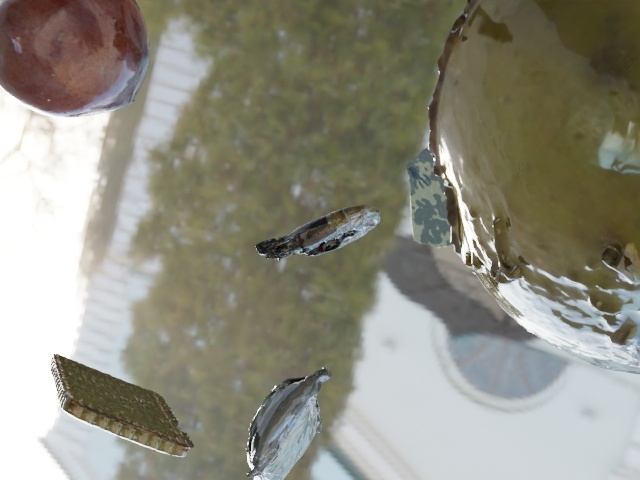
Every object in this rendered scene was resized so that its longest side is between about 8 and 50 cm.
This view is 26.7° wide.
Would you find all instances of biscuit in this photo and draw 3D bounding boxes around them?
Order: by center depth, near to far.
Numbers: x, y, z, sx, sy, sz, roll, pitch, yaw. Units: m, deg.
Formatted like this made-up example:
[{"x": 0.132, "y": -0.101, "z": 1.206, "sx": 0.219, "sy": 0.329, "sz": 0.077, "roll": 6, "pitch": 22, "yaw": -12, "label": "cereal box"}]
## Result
[{"x": -0.265, "y": 0.215, "z": 1.749, "sx": 0.172, "sy": 0.029, "sz": 0.254, "roll": 25, "pitch": -179, "yaw": -18, "label": "biscuit"}]

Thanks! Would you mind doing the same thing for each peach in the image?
[{"x": -0.233, "y": -0.179, "z": 1.271, "sx": 0.152, "sy": 0.152, "sz": 0.152, "roll": 14, "pitch": -171, "yaw": -2, "label": "peach"}]

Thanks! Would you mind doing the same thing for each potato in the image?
[{"x": 0.318, "y": -0.041, "z": 0.989, "sx": 0.442, "sy": 0.385, "sz": 0.319, "roll": 1, "pitch": -149, "yaw": -38, "label": "potato"}]

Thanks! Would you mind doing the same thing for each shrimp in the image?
[{"x": 0.000, "y": 0.000, "z": 1.682, "sx": 0.161, "sy": 0.034, "sz": 0.091, "roll": -19, "pitch": 152, "yaw": -5, "label": "shrimp"}]

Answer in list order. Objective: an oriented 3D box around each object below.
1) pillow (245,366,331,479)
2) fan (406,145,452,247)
[{"x": -0.052, "y": 0.254, "z": 1.751, "sx": 0.059, "sy": 0.169, "sz": 0.255, "roll": 29, "pitch": 160, "yaw": 11, "label": "pillow"}, {"x": 0.169, "y": -0.064, "z": 1.834, "sx": 0.131, "sy": 0.009, "sz": 0.240, "roll": 32, "pitch": -138, "yaw": -10, "label": "fan"}]
